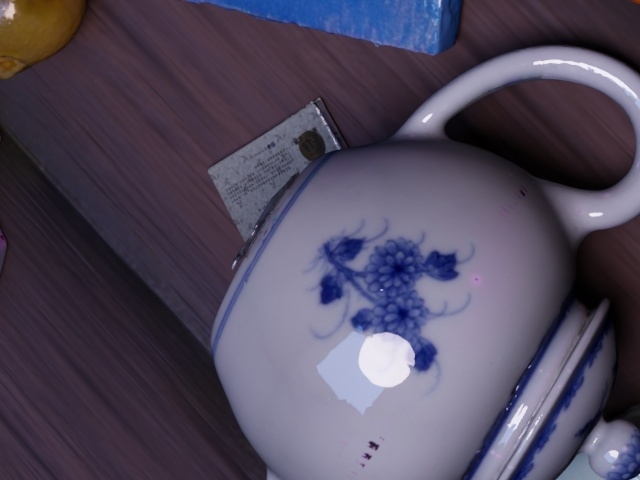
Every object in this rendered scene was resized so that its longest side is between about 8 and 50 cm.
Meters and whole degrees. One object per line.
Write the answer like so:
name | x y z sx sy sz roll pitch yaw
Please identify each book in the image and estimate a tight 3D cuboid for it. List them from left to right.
book | 0.000 0.000 1.290 0.127 0.014 0.182 -28 91 39

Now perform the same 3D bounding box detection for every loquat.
loquat | -0.242 -0.190 1.321 0.137 0.113 0.137 6 97 51

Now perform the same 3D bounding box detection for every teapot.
teapot | 0.084 0.071 1.115 0.280 0.252 0.424 30 93 7

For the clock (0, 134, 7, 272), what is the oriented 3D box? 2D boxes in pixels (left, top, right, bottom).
clock | -0.420 -0.046 1.513 0.338 0.102 0.339 13 115 30

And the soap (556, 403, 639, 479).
soap | 0.225 0.219 1.191 0.114 0.063 0.198 -37 86 41

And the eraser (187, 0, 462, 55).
eraser | -0.041 -0.225 1.205 0.311 0.042 0.144 16 117 29

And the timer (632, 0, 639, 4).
timer | 0.184 -0.273 0.969 0.250 0.161 0.257 29 122 -2
